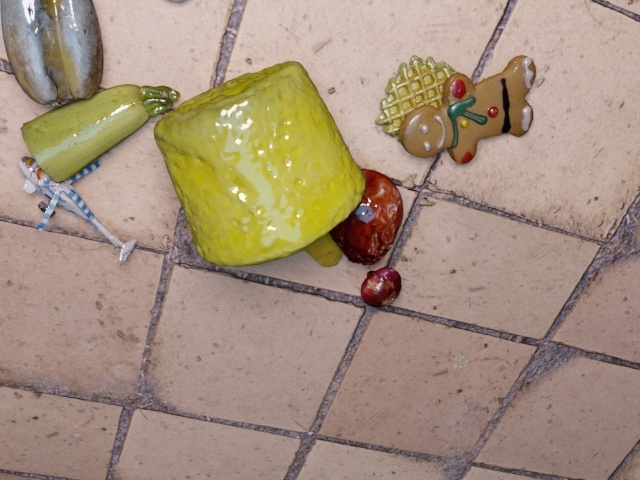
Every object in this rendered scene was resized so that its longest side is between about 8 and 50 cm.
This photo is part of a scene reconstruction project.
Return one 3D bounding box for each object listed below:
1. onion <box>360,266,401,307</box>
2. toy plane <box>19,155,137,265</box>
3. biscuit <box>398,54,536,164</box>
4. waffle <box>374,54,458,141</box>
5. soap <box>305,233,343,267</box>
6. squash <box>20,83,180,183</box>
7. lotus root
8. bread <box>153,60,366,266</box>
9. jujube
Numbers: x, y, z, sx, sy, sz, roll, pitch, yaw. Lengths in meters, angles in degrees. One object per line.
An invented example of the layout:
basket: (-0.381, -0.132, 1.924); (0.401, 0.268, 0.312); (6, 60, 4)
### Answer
onion: (0.141, 0.108, 1.451); (0.107, 0.097, 0.107); (-31, 146, -25)
toy plane: (-0.501, -0.078, 1.286); (0.273, 0.107, 0.182); (31, 70, -41)
biscuit: (0.303, -0.248, 1.256); (0.301, 0.049, 0.197); (-19, 122, -7)
waffle: (0.205, -0.280, 1.260); (0.169, 0.036, 0.183); (22, 114, -21)
soap: (0.000, 0.000, 1.403); (0.089, 0.033, 0.168); (-38, 118, 18)
squash: (-0.412, -0.238, 1.190); (0.287, 0.137, 0.137); (-32, 119, -4)
lotus root: (-0.465, -0.394, 1.062); (0.158, 0.140, 0.322); (-10, 117, -21)
bread: (-0.123, -0.142, 1.139); (0.348, 0.348, 0.308); (-25, 114, 8)
jujube: (0.092, -0.041, 1.327); (0.168, 0.168, 0.236); (-6, 140, -3)
